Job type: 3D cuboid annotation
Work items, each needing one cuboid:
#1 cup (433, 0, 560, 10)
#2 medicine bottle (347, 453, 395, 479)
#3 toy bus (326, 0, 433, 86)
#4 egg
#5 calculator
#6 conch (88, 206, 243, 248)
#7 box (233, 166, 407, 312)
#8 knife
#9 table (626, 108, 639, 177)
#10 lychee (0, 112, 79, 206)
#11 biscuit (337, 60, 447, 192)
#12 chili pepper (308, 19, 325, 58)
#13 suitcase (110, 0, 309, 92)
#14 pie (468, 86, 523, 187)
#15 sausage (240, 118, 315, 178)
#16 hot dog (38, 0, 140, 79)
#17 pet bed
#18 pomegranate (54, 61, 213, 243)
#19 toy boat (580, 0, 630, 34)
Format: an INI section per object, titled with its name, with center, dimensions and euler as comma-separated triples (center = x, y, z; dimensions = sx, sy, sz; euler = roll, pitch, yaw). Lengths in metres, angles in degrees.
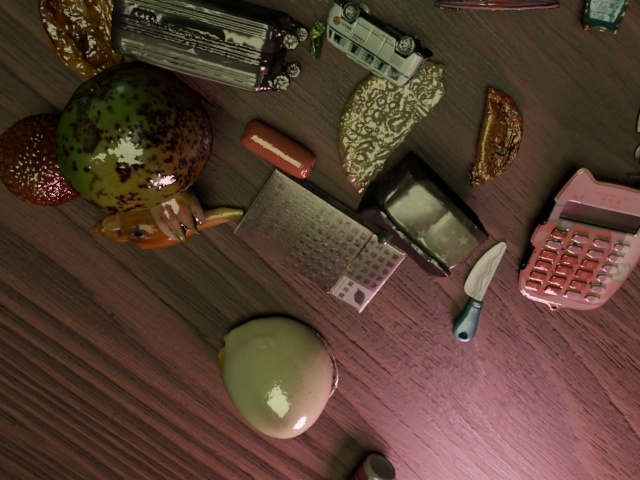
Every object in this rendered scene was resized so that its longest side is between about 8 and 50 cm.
[cup]
center = 0.284, -0.511, 0.895
dimensions = 0.203, 0.203, 0.288
euler = 3, 109, 5
[medicine bottle]
center = 0.102, 0.645, 1.487
dimensions = 0.090, 0.090, 0.216
euler = 28, 115, -7
[toy bus]
center = 0.095, -0.347, 1.018
dimensions = 0.194, 0.087, 0.089
euler = 34, 119, 6
[egg]
center = -0.102, 0.320, 1.316
dimensions = 0.264, 0.174, 0.286
euler = -25, 106, 13
[calculator]
center = 0.526, 0.009, 1.167
dimensions = 0.220, 0.048, 0.329
euler = 12, 121, -1
[conch]
center = -0.327, -0.032, 1.221
dimensions = 0.330, 0.093, 0.109
euler = -3, 107, 6
[box]
center = 0.001, -0.001, 1.225
dimensions = 0.325, 0.047, 0.180
euler = 33, 114, -8
[knife]
center = 0.336, 0.109, 1.252
dimensions = 0.058, 0.032, 0.244
euler = 16, 111, 8
[table]
center = 0.672, -0.178, 1.062
dimensions = 0.175, 0.062, 0.146
euler = 2, 115, 2
[lychee]
center = -0.535, -0.154, 1.141
dimensions = 0.194, 0.194, 0.194
euler = 2, 115, 5
[biscuit]
center = 0.115, -0.238, 1.107
dimensions = 0.141, 0.038, 0.290
euler = 36, 112, -10
[chili pepper]
center = -0.007, -0.365, 1.046
dimensions = 0.030, 0.091, 0.034
euler = -15, 76, -9
[suitcase]
center = -0.186, -0.350, 0.999
dimensions = 0.312, 0.202, 0.128
euler = 15, 115, -2
[pie]
center = 0.338, -0.190, 1.108
dimensions = 0.088, 0.033, 0.191
euler = 6, 110, -4
[sausage]
center = -0.082, -0.179, 1.143
dimensions = 0.154, 0.062, 0.062
euler = 31, 114, -8
[hot dog]
center = -0.420, -0.400, 1.061
dimensions = 0.160, 0.099, 0.227
euler = -19, 109, 20
[pet bed]
center = 0.189, -0.038, 1.111
dimensions = 0.211, 0.183, 0.159
euler = 42, 108, -14
[pomegranate]
center = -0.313, -0.147, 1.080
dimensions = 0.285, 0.285, 0.340
euler = -15, 129, 13
[toy boat]
center = 0.490, -0.436, 0.953
dimensions = 0.075, 0.077, 0.185
euler = 13, 115, 1
